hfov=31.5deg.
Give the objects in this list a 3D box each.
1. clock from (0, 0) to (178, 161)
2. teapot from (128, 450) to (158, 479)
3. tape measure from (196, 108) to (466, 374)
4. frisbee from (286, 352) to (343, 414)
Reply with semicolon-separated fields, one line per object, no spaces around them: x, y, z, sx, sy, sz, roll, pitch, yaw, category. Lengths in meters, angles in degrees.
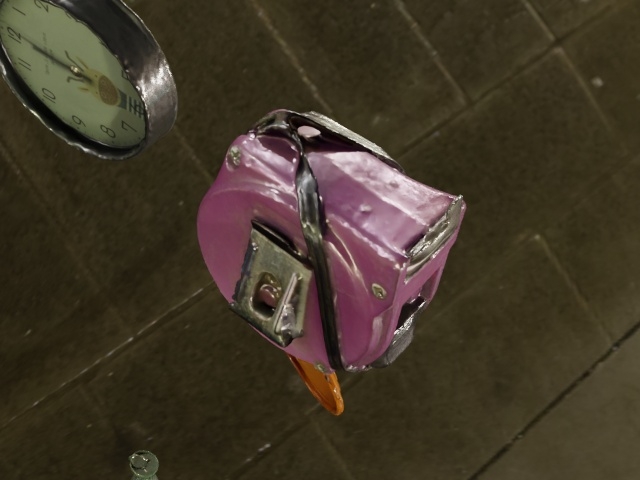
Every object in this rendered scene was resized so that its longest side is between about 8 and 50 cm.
-0.206;-0.146;0.963;0.184;0.184;0.040;43;56;-7;clock
-0.203;0.277;1.303;0.043;0.111;0.043;4;56;-6;teapot
0.000;0.000;0.534;0.118;0.125;0.074;33;50;21;tape measure
-0.011;0.200;1.872;0.035;0.192;0.192;-32;90;-16;frisbee
